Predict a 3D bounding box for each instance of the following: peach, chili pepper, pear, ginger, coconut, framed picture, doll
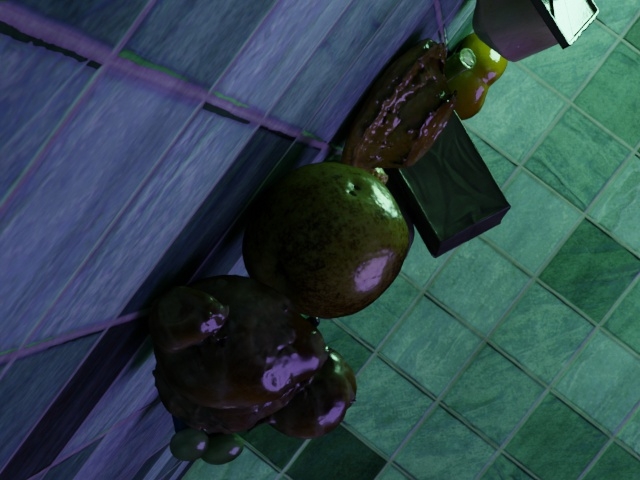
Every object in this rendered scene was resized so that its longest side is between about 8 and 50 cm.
[{"bbox_3d":[0.282,-0.309,2.318,0.179,0.103,0.179,-60,-178,4],"label":"peach"},{"bbox_3d":[0.216,-0.284,2.227,0.050,0.052,0.202,-14,161,-28],"label":"chili pepper"},{"bbox_3d":[0.000,0.000,1.493,0.197,0.197,0.197,-52,175,-6],"label":"pear"},{"bbox_3d":[-0.097,0.134,1.455,0.375,0.256,0.176,67,33,-68],"label":"ginger"},{"bbox_3d":[0.316,-0.365,1.976,0.152,0.147,0.147,-20,-165,33],"label":"coconut"},{"bbox_3d":[0.351,-0.400,1.873,0.018,0.192,0.265,-31,-174,30],"label":"framed picture"},{"bbox_3d":[-0.120,0.212,1.946,0.322,0.186,0.198,-36,149,19],"label":"doll"}]

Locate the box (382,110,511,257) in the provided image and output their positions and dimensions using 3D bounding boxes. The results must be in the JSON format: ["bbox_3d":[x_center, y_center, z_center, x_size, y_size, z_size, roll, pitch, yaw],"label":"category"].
[{"bbox_3d":[0.218,-0.110,2.239,0.155,0.231,0.149,-27,170,-4],"label":"box"}]

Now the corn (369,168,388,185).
[{"bbox_3d":[0.023,-0.036,2.054,0.248,0.081,0.081,-54,175,14],"label":"corn"}]

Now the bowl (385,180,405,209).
[{"bbox_3d":[0.149,-0.111,2.412,0.211,0.112,0.211,-52,-176,5],"label":"bowl"}]

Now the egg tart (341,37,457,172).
[{"bbox_3d":[0.120,-0.179,1.761,0.241,0.106,0.241,-53,170,-14],"label":"egg tart"}]

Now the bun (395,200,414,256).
[{"bbox_3d":[0.046,0.025,2.264,0.273,0.168,0.273,-41,164,-15],"label":"bun"}]

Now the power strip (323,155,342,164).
[{"bbox_3d":[0.014,-0.085,1.864,0.092,0.034,0.268,-53,175,13],"label":"power strip"}]
